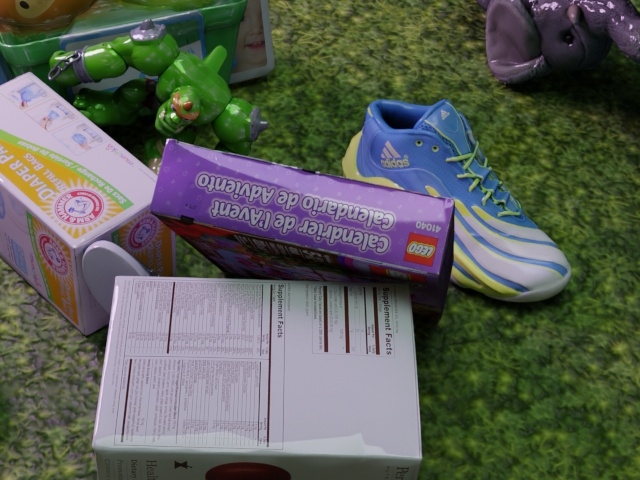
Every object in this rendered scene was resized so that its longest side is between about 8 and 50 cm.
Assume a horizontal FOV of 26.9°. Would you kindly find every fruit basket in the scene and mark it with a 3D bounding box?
[{"bbox_3d":[-0.199,-0.277,1.210,0.327,0.353,0.165,-14,38,-19],"label":"fruit basket"}]

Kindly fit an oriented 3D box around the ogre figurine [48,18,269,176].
[{"bbox_3d":[-0.133,-0.117,1.167,0.197,0.118,0.097,52,37,-2],"label":"ogre figurine"}]

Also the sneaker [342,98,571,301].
[{"bbox_3d":[0.118,-0.043,1.168,0.240,0.126,0.091,30,51,24],"label":"sneaker"}]

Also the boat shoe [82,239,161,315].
[{"bbox_3d":[-0.137,0.050,1.069,0.049,0.142,0.040,-26,27,24],"label":"boat shoe"}]

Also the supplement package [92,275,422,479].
[{"bbox_3d":[-0.043,0.143,0.925,0.203,0.194,0.149,1,46,-2],"label":"supplement package"}]

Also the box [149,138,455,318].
[{"bbox_3d":[0.000,0.000,1.020,0.201,0.293,0.057,12,82,8],"label":"box"}]

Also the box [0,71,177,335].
[{"bbox_3d":[-0.225,-0.034,1.142,0.103,0.114,0.203,-34,58,-31],"label":"box"}]

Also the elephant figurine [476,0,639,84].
[{"bbox_3d":[0.235,-0.233,1.358,0.169,0.186,0.239,-26,74,16],"label":"elephant figurine"}]
